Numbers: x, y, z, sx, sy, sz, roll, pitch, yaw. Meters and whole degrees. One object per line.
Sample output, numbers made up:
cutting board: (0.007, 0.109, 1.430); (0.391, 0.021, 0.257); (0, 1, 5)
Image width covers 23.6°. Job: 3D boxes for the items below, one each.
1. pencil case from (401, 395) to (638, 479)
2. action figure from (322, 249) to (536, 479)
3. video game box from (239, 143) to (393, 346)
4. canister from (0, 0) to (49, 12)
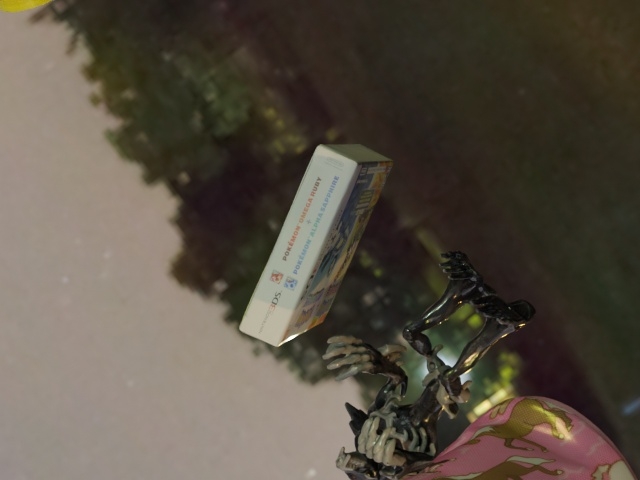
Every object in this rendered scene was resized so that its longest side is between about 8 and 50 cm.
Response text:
pencil case: (0.044, 0.227, 0.955); (0.160, 0.386, 0.167); (-38, 75, 48)
action figure: (0.073, 0.143, 1.405); (0.141, 0.275, 0.164); (13, -153, -37)
video game box: (0.000, 0.000, 1.470); (0.048, 0.187, 0.205); (27, -171, 9)
canister: (-0.247, -0.271, 1.143); (0.126, 0.073, 0.170); (45, 156, 55)
